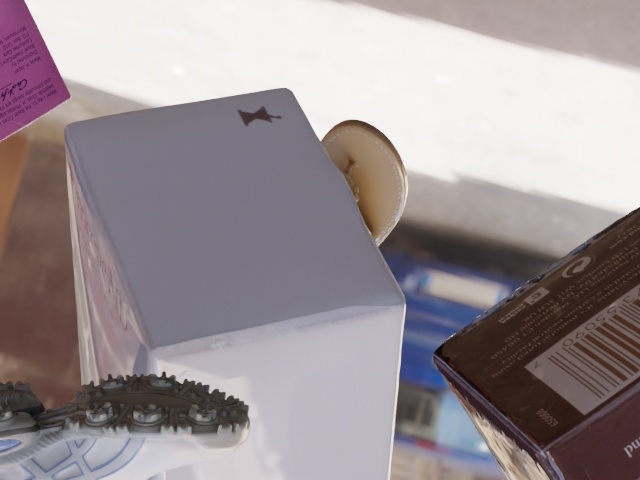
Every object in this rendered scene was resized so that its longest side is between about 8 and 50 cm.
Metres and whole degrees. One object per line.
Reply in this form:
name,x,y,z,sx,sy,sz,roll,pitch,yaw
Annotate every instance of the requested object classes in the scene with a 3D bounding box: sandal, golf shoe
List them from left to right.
golf shoe,-0.120,0.118,0.922,0.176,0.086,0.069,-4,-164,9
sandal,0.006,0.003,1.470,0.088,0.079,0.240,28,145,3

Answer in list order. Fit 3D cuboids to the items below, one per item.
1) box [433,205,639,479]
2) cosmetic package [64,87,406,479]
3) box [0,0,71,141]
box,0.192,0.108,0.872,0.203,0.168,0.167,58,174,-18
cosmetic package,-0.065,0.150,1.200,0.161,0.453,0.230,-10,-139,-16
box,-0.361,-0.118,1.410,0.243,0.213,0.117,11,131,53
